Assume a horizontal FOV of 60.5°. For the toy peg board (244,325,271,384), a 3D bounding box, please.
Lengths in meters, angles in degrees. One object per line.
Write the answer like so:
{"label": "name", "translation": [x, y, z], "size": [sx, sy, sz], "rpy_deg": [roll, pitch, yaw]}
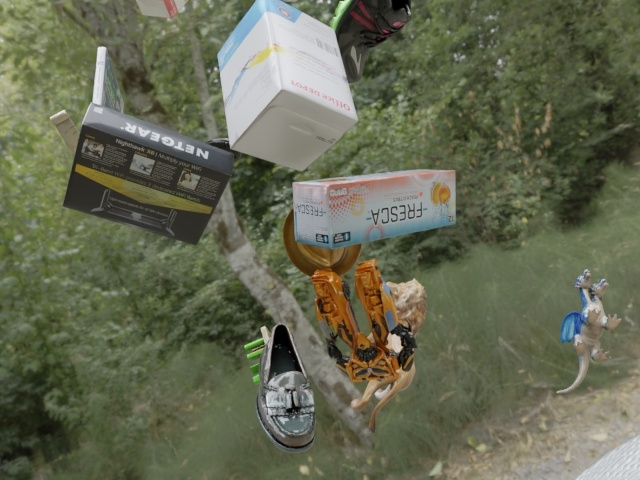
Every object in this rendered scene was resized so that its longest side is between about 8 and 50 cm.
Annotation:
{"label": "toy peg board", "translation": [-0.149, 0.359, 1.573], "size": [0.079, 0.161, 0.161], "rpy_deg": [-23, -38, 1]}

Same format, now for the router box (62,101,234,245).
{"label": "router box", "translation": [-0.375, -0.132, 1.197], "size": [0.308, 0.081, 0.243], "rpy_deg": [18, -47, -21]}

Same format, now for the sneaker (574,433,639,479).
{"label": "sneaker", "translation": [0.334, 0.207, 0.440], "size": [0.126, 0.127, 0.321], "rpy_deg": [-23, -25, -40]}

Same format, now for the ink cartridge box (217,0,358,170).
{"label": "ink cartridge box", "translation": [-0.076, -0.327, 1.167], "size": [0.198, 0.270, 0.197], "rpy_deg": [13, -36, -38]}

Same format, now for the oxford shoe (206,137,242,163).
{"label": "oxford shoe", "translation": [-0.269, -0.255, 1.526], "size": [0.096, 0.083, 0.227], "rpy_deg": [-38, 23, -29]}

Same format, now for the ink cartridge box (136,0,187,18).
{"label": "ink cartridge box", "translation": [-0.455, -0.764, 1.666], "size": [0.115, 0.067, 0.198], "rpy_deg": [16, 60, 21]}

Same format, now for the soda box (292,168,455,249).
{"label": "soda box", "translation": [0.061, -0.037, 0.565], "size": [0.183, 0.063, 0.058], "rpy_deg": [-10, 13, -37]}

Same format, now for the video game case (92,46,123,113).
{"label": "video game case", "translation": [-0.492, -0.317, 1.281], "size": [0.022, 0.173, 0.190], "rpy_deg": [-4, -27, -8]}

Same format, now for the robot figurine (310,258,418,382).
{"label": "robot figurine", "translation": [0.089, 0.191, 1.196], "size": [0.210, 0.291, 0.085], "rpy_deg": [-13, 18, 22]}

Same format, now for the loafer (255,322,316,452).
{"label": "loafer", "translation": [-0.064, 0.240, 0.942], "size": [0.096, 0.084, 0.267], "rpy_deg": [2, 22, -14]}

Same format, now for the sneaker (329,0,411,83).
{"label": "sneaker", "translation": [0.164, -0.681, 1.679], "size": [0.185, 0.202, 0.483], "rpy_deg": [-41, -18, -44]}

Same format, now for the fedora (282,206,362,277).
{"label": "fedora", "translation": [0.000, 0.000, 1.224], "size": [0.194, 0.195, 0.079], "rpy_deg": [-18, 5, 10]}

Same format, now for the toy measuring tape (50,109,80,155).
{"label": "toy measuring tape", "translation": [-0.556, -0.197, 1.315], "size": [0.121, 0.121, 0.330], "rpy_deg": [-19, -36, -4]}

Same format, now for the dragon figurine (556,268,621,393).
{"label": "dragon figurine", "translation": [0.622, 0.217, 1.289], "size": [0.085, 0.290, 0.144], "rpy_deg": [13, 7, 8]}

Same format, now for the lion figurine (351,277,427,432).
{"label": "lion figurine", "translation": [0.206, 0.305, 1.506], "size": [0.240, 0.142, 0.392], "rpy_deg": [-42, 32, 39]}
